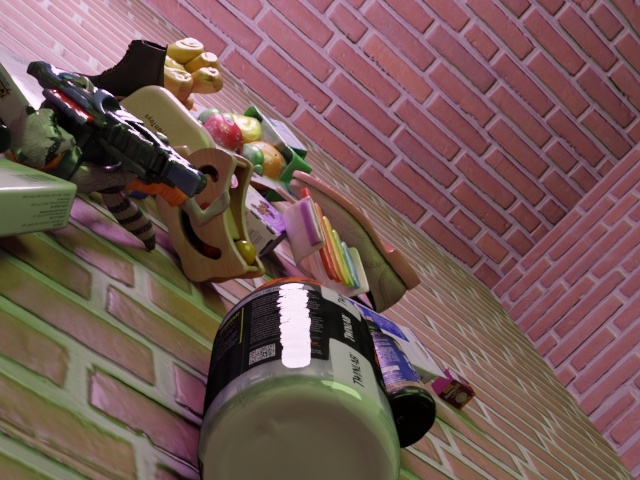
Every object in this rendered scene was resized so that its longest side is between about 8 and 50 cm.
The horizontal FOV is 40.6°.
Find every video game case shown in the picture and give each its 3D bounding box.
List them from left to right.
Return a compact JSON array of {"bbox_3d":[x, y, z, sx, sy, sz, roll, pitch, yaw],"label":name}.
[{"bbox_3d":[-0.409,-0.188,1.395,0.244,0.061,0.269,48,12,23],"label":"video game case"}]

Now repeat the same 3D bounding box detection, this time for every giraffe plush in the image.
[{"bbox_3d":[-0.324,-0.316,1.851,0.210,0.170,0.181,-1,45,-17],"label":"giraffe plush"}]

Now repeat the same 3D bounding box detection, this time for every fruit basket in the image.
[{"bbox_3d":[-0.191,-0.233,2.034,0.353,0.165,0.327,27,19,-50],"label":"fruit basket"}]

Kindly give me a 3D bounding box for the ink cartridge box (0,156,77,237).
[{"bbox_3d":[-0.430,-0.069,0.915,0.239,0.060,0.275,19,8,10],"label":"ink cartridge box"}]

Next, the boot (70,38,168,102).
[{"bbox_3d":[-0.387,-0.331,1.645,0.198,0.137,0.077,11,24,-5],"label":"boot"}]

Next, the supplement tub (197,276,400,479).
[{"bbox_3d":[-0.029,0.175,0.998,0.207,0.207,0.338,40,12,-15],"label":"supplement tub"}]

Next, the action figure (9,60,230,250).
[{"bbox_3d":[-0.271,-0.085,1.159,0.341,0.178,0.330,37,6,34],"label":"action figure"}]

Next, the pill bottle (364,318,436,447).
[{"bbox_3d":[0.096,0.230,1.430,0.123,0.123,0.219,35,14,-33],"label":"pill bottle"}]

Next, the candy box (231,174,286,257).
[{"bbox_3d":[-0.160,-0.062,1.752,0.196,0.070,0.165,44,12,2],"label":"candy box"}]

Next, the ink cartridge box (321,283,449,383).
[{"bbox_3d":[0.117,0.207,1.734,0.333,0.065,0.165,29,18,-45],"label":"ink cartridge box"}]

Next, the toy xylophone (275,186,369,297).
[{"bbox_3d":[0.000,0.000,1.807,0.323,0.081,0.236,37,32,-68],"label":"toy xylophone"}]

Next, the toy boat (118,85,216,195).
[{"bbox_3d":[-0.288,-0.163,1.599,0.231,0.151,0.151,47,-17,20],"label":"toy boat"}]

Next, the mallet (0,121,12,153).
[{"bbox_3d":[-0.455,-0.136,0.989,0.190,0.039,0.062,9,12,-32],"label":"mallet"}]

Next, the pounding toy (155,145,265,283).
[{"bbox_3d":[-0.159,-0.056,1.407,0.269,0.154,0.155,65,17,14],"label":"pounding toy"}]

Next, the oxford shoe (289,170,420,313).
[{"bbox_3d":[0.055,0.006,1.997,0.397,0.146,0.140,45,-5,-9],"label":"oxford shoe"}]

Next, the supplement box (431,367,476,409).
[{"bbox_3d":[0.296,0.329,1.912,0.083,0.055,0.043,35,14,-31],"label":"supplement box"}]
